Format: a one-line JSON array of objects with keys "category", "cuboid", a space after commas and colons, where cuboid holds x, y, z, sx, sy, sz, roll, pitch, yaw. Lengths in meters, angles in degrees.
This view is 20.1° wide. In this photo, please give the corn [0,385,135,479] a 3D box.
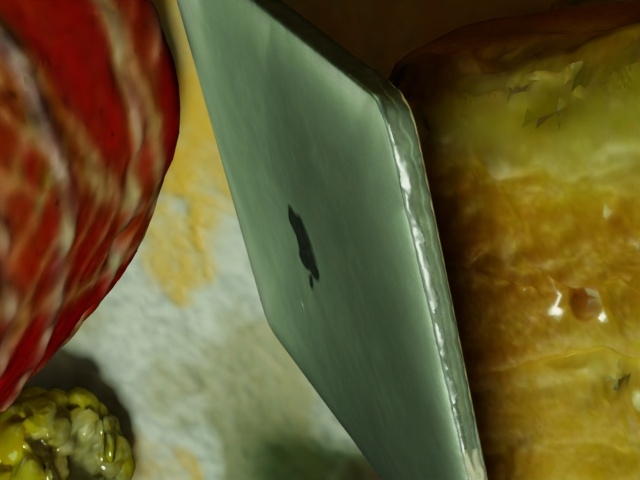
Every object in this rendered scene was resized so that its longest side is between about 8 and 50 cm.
[{"category": "corn", "cuboid": [-0.230, 0.172, 0.907, 0.363, 0.120, 0.120, -33, 99, 33]}]

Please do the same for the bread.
[{"category": "bread", "cuboid": [0.182, -0.009, 0.558, 0.344, 0.149, 0.195, -5, 102, 42]}]

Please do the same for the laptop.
[{"category": "laptop", "cuboid": [0.000, 0.000, 0.637, 0.015, 0.269, 0.187, -19, 114, -12]}]

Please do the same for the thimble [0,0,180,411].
[{"category": "thimble", "cuboid": [-0.247, -0.043, 0.722, 0.350, 0.230, 0.350, 12, 124, 19]}]
